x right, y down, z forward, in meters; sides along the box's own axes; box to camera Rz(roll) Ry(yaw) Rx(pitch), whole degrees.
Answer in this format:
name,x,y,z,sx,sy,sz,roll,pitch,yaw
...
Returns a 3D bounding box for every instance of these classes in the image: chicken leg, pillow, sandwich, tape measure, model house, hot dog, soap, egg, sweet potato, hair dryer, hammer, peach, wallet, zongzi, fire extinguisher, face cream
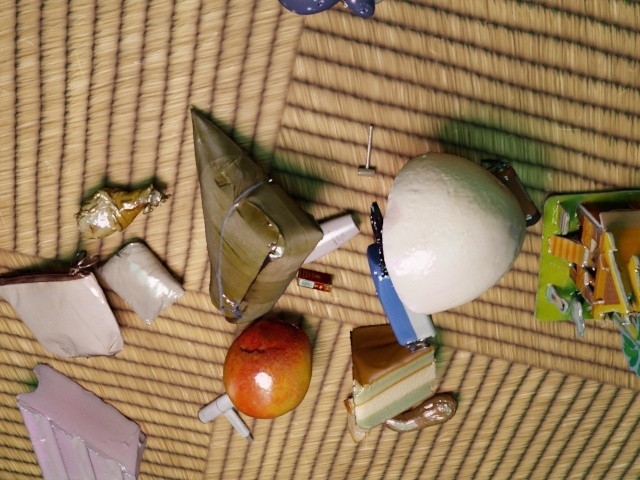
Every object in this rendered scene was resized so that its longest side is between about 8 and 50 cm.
name,x,y,z,sx,sy,sz,roll,pitch,yaw
chicken leg,-0.437,-0.076,1.280,0.227,0.088,0.103,-24,100,16
pillow,-0.416,0.094,1.370,0.134,0.078,0.181,-39,101,20
sandwich,0.173,0.315,1.377,0.198,0.227,0.155,-5,117,4
tape measure,0.144,0.042,1.247,0.097,0.215,0.352,-18,115,11
model house,0.606,0.115,1.222,0.242,0.313,0.358,-1,118,5
hot dog,0.101,0.458,1.540,0.061,0.078,0.169,-24,130,-21
soap,-0.599,0.475,1.517,0.257,0.159,0.303,-1,119,6
egg,0.280,-0.021,1.139,0.200,0.337,0.337,-4,122,43
sweet potato,0.252,0.458,1.541,0.232,0.062,0.081,-19,99,14
hair dryer,-0.212,0.477,1.579,0.154,0.044,0.183,-35,116,18
hammer,0.102,-0.188,1.246,0.035,0.019,0.110,4,114,-1
peach,-0.120,0.300,1.383,0.230,0.231,0.231,1,117,1
wallet,-0.599,0.168,1.391,0.335,0.068,0.275,-8,115,27
zongzi,-0.201,-0.033,1.280,0.393,0.174,0.356,48,137,15
fire extinguisher,0.409,-0.107,1.261,0.062,0.050,0.177,-12,122,51
face cream,0.000,0.000,1.323,0.182,0.051,0.072,-26,113,15

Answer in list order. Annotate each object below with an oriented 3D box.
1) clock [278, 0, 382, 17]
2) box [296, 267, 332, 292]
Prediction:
name,x,y,z,sx,sy,sz,roll,pitch,yaw
clock,0.026,-0.488,1.033,0.243,0.147,0.200,-7,121,-3
box,-0.013,0.092,1.369,0.081,0.052,0.023,12,117,-4
